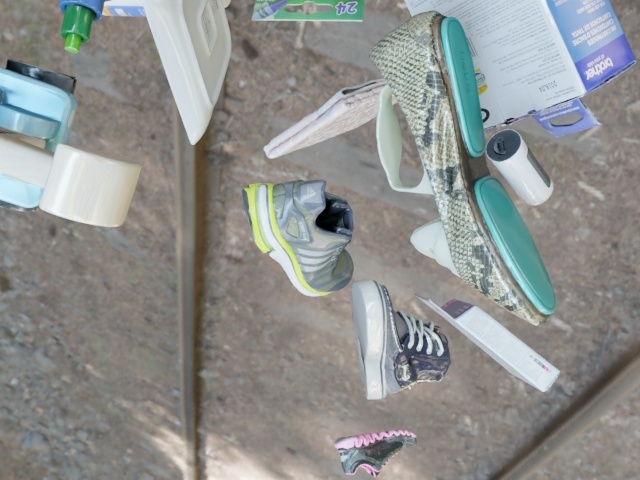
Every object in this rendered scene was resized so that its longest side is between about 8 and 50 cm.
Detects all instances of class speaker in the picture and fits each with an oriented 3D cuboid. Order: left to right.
[{"bbox_3d":[0.294,-0.106,1.206,0.055,0.055,0.136,-2,152,36],"label":"speaker"}]

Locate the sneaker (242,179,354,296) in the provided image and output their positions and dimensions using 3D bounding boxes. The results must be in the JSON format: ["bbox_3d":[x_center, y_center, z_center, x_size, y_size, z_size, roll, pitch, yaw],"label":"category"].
[{"bbox_3d":[0.000,0.000,1.186,0.121,0.111,0.300,-12,157,18],"label":"sneaker"}]

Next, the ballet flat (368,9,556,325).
[{"bbox_3d":[0.191,-0.091,1.221,0.182,0.164,0.483,-20,89,31],"label":"ballet flat"}]

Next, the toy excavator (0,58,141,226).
[{"bbox_3d":[-0.441,-0.134,1.100,0.432,0.222,0.445,19,-173,-7],"label":"toy excavator"}]

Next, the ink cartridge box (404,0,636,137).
[{"bbox_3d":[0.303,-0.336,1.289,0.270,0.151,0.396,-13,104,59],"label":"ink cartridge box"}]

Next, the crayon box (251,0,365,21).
[{"bbox_3d":[-0.010,-0.541,1.456,0.203,0.323,0.083,3,154,9],"label":"crayon box"}]

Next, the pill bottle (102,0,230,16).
[{"bbox_3d":[-0.323,-0.534,1.667,0.272,0.152,0.152,3,143,9],"label":"pill bottle"}]

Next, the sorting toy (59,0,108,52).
[{"bbox_3d":[-0.312,-0.265,0.697,0.127,0.126,0.365,1,167,28],"label":"sorting toy"}]

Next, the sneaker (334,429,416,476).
[{"bbox_3d":[0.075,0.280,1.078,0.119,0.057,0.047,-3,163,-25],"label":"sneaker"}]

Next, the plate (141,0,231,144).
[{"bbox_3d":[-0.200,-0.346,1.328,0.045,0.278,0.277,-3,136,11],"label":"plate"}]

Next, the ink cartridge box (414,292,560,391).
[{"bbox_3d":[0.385,0.213,1.953,0.330,0.071,0.324,40,179,1],"label":"ink cartridge box"}]

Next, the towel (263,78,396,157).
[{"bbox_3d":[0.063,-0.313,2.006,0.317,0.331,0.053,-27,88,48],"label":"towel"}]

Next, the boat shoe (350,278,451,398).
[{"bbox_3d":[0.143,0.160,1.413,0.158,0.127,0.340,-12,148,-3],"label":"boat shoe"}]
